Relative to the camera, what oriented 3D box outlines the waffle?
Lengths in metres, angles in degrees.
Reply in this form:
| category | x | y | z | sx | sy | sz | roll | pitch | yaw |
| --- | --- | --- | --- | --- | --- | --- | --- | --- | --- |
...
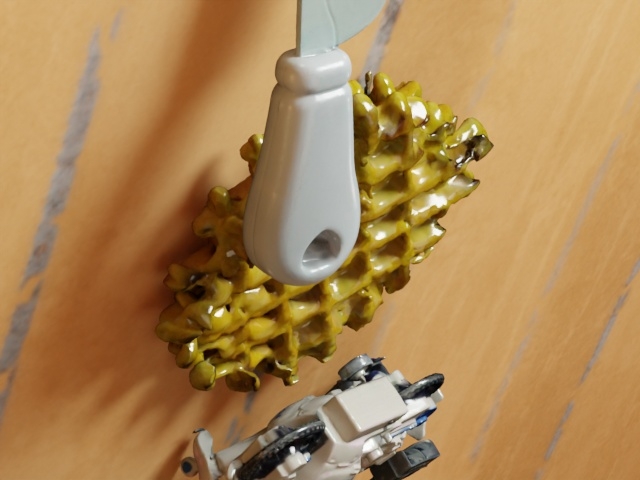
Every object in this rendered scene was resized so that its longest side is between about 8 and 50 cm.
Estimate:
| category | x | y | z | sx | sy | sz | roll | pitch | yaw |
| --- | --- | --- | --- | --- | --- | --- | --- | --- | --- |
| waffle | 0.000 | 0.000 | 1.251 | 0.228 | 0.051 | 0.231 | 4 | 122 | -56 |

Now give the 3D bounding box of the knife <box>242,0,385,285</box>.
| category | x | y | z | sx | sy | sz | roll | pitch | yaw |
| --- | --- | --- | --- | --- | --- | --- | --- | --- | --- |
| knife | 0.007 | -0.128 | 1.083 | 0.080 | 0.044 | 0.331 | -12 | 121 | -36 |

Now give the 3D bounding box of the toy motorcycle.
| category | x | y | z | sx | sy | sz | roll | pitch | yaw |
| --- | --- | --- | --- | --- | --- | --- | --- | --- | --- |
| toy motorcycle | -0.005 | 0.145 | 1.348 | 0.150 | 0.102 | 0.221 | -44 | 163 | 33 |
